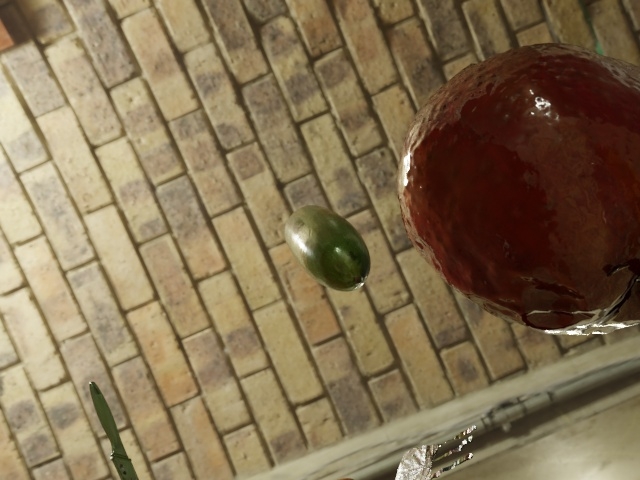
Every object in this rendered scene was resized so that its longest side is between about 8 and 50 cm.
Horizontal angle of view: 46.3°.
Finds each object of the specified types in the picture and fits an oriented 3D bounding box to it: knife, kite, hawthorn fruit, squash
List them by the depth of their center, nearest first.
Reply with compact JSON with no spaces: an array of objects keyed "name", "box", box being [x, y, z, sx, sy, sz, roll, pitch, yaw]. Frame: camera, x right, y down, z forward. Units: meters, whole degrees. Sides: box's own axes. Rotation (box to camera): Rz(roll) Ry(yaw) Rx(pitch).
[{"name":"hawthorn fruit","box":[0.183,-0.025,0.525,0.230,0.210,0.266,20,-164,-31]},{"name":"squash","box":[0.000,0.000,1.234,0.395,0.107,0.107,-132,18,-75]},{"name":"knife","box":[-0.377,0.395,1.394,0.293,0.020,0.043,61,-158,16]},{"name":"kite","box":[0.259,0.501,1.694,0.015,0.285,0.152,36,-137,-10]}]

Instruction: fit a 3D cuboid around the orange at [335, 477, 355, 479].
[{"name":"orange","box":[0.040,0.409,1.161,0.083,0.083,0.083,157,90,-90]}]
